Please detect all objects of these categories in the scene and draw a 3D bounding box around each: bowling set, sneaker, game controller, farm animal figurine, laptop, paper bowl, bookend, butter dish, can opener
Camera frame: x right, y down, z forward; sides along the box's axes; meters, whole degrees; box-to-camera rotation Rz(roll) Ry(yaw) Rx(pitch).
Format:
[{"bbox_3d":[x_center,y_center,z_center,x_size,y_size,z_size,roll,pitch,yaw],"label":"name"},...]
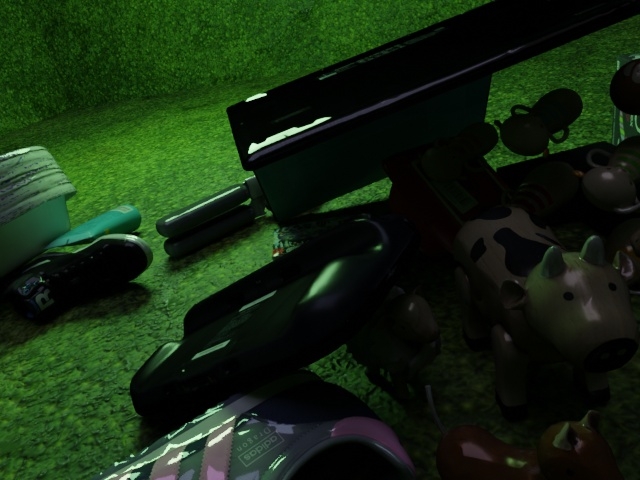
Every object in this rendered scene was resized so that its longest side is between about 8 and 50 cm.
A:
[{"bbox_3d":[0.245,-0.086,0.551,0.287,0.200,0.154,37,51,24],"label":"bowling set"},{"bbox_3d":[-0.077,0.192,0.323,0.319,0.112,0.131,-31,28,-32],"label":"sneaker"},{"bbox_3d":[-0.055,0.074,0.484,0.319,0.067,0.166,-29,20,42],"label":"game controller"},{"bbox_3d":[0.200,0.052,0.407,0.330,0.172,0.327,-19,25,-14],"label":"farm animal figurine"},{"bbox_3d":[0.104,-0.122,0.690,0.382,0.236,0.408,-23,26,-2],"label":"laptop"},{"bbox_3d":[-0.526,-0.018,0.868,0.284,0.148,0.284,-30,14,8],"label":"paper bowl"},{"bbox_3d":[0.334,-0.057,0.694,0.156,0.072,0.157,-15,26,-2],"label":"bookend"},{"bbox_3d":[-0.350,0.062,0.772,0.217,0.079,0.121,-12,27,20],"label":"sneaker"},{"bbox_3d":[0.156,-0.037,0.698,0.160,0.118,0.160,-21,66,-33],"label":"butter dish"},{"bbox_3d":[-0.133,-0.056,0.907,0.280,0.074,0.093,-27,27,-26],"label":"can opener"}]

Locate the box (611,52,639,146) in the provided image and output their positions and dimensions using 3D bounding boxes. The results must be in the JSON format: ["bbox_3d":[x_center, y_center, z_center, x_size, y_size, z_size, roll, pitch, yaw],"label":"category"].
[{"bbox_3d":[0.497,-0.149,0.701,0.143,0.165,0.270,-7,25,11],"label":"box"}]

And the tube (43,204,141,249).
[{"bbox_3d":[-0.366,-0.020,0.907,0.080,0.052,0.207,-19,10,10],"label":"tube"}]

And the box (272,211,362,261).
[{"bbox_3d":[0.000,0.000,0.783,0.137,0.027,0.094,-11,26,2],"label":"box"}]
